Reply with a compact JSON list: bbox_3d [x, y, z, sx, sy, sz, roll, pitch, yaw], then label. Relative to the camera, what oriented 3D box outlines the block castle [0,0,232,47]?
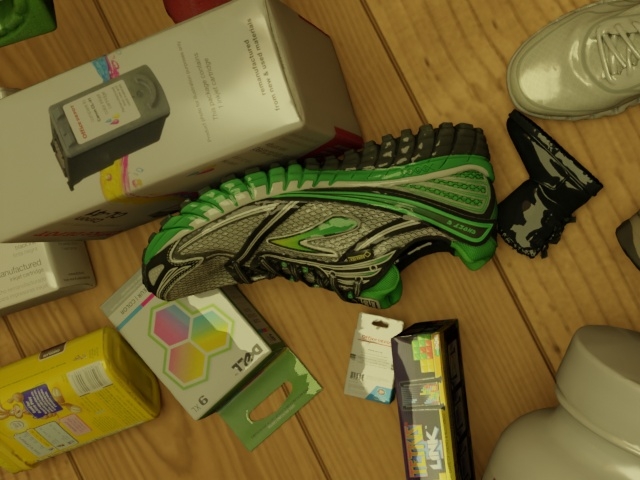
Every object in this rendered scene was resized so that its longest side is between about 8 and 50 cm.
[{"bbox_3d":[-0.314,-0.280,1.109,0.453,0.213,0.303,-18,60,0],"label":"block castle"}]

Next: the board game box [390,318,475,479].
[{"bbox_3d":[0.106,0.164,1.100,0.048,0.141,0.170,-6,89,14],"label":"board game box"}]

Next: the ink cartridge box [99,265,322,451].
[{"bbox_3d":[-0.110,0.107,1.194,0.109,0.062,0.209,-43,82,11],"label":"ink cartridge box"}]

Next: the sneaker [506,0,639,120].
[{"bbox_3d":[0.305,-0.179,1.053,0.292,0.118,0.110,-14,90,16],"label":"sneaker"}]

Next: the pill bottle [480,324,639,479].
[{"bbox_3d":[0.224,0.291,1.003,0.229,0.229,0.407,22,104,13],"label":"pill bottle"}]

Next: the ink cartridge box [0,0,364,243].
[{"bbox_3d":[-0.138,-0.103,1.112,0.306,0.226,0.131,-21,85,15],"label":"ink cartridge box"}]

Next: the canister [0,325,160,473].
[{"bbox_3d":[-0.263,0.162,1.206,0.170,0.126,0.073,-21,46,11],"label":"canister"}]

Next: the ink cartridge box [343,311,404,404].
[{"bbox_3d":[0.055,0.114,1.169,0.048,0.028,0.083,12,95,14],"label":"ink cartridge box"}]

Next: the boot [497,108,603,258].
[{"bbox_3d":[0.195,-0.051,1.123,0.121,0.045,0.099,46,107,11],"label":"boot"}]

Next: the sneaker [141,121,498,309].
[{"bbox_3d":[0.000,0.000,1.097,0.344,0.134,0.146,-15,79,5],"label":"sneaker"}]

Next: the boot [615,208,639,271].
[{"bbox_3d":[0.478,0.024,1.004,0.377,0.138,0.284,44,104,16],"label":"boot"}]

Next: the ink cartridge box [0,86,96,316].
[{"bbox_3d":[-0.347,-0.033,1.237,0.159,0.092,0.218,-18,85,14],"label":"ink cartridge box"}]
